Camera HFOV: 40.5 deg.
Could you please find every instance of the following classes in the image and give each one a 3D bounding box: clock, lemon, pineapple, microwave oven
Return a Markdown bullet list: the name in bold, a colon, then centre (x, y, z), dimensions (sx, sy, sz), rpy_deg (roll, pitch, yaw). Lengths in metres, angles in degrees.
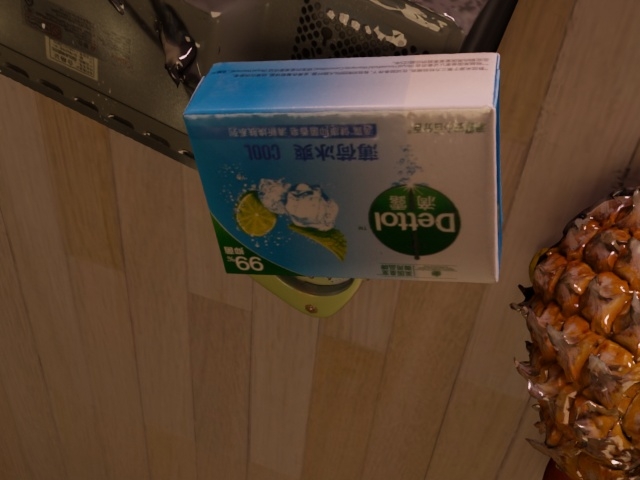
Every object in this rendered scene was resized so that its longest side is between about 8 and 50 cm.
- **clock**: centre (0.000, 0.000, 1.151), dimensions (0.170, 0.069, 0.232), rpy_deg (37, 135, -9)
- **lemon**: centre (0.287, 0.043, 1.054), dimensions (0.062, 0.062, 0.083), rpy_deg (-15, 123, 36)
- **pineapple**: centre (0.378, 0.134, 0.895), dimensions (0.352, 0.300, 0.352), rpy_deg (0, 130, -1)
- **microwave oven**: centre (-0.061, -0.238, 0.745), dimensions (0.432, 0.374, 0.236), rpy_deg (26, 138, 8)

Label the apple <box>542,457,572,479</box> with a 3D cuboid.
- **apple**: centre (0.430, 0.380, 1.203), dimensions (0.251, 0.206, 0.272), rpy_deg (33, 138, -2)

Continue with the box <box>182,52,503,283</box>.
- **box**: centre (0.022, -0.046, 0.580), dimensions (0.194, 0.073, 0.139), rpy_deg (1, 129, 14)
